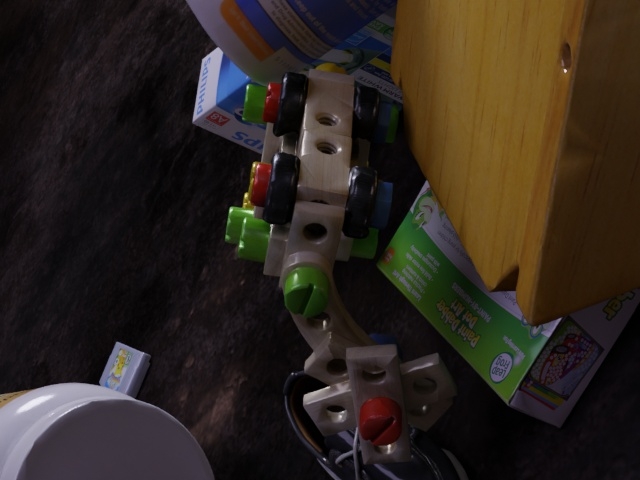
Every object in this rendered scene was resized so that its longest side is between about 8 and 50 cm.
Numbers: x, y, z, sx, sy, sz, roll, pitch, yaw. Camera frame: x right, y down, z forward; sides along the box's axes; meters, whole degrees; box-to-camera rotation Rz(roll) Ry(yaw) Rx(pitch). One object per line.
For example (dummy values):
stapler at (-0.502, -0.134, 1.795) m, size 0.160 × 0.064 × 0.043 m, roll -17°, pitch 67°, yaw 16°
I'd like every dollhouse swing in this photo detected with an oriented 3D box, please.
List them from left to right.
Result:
dollhouse swing at (0.241, -0.159, 1.021) m, size 0.347 × 0.305 × 0.315 m, roll -113°, pitch 25°, yaw -57°

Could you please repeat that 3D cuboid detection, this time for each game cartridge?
game cartridge at (-0.208, 0.140, 1.686) m, size 0.083 × 0.017 × 0.056 m, roll 10°, pitch 80°, yaw 62°

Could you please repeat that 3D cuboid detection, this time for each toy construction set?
toy construction set at (0.000, 0.000, 1.158) m, size 0.328 × 0.151 × 0.215 m, roll -108°, pitch 23°, yaw -48°

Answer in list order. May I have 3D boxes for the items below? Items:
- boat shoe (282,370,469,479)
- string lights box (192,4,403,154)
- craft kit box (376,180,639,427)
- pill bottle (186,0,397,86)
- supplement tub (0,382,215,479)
boat shoe at (0.038, 0.163, 1.175) m, size 0.084 × 0.079 × 0.233 m, roll -58°, pitch 30°, yaw 8°
string lights box at (0.012, -0.161, 1.428) m, size 0.259 × 0.133 × 0.077 m, roll -30°, pitch 46°, yaw 48°
craft kit box at (0.163, -0.029, 1.145) m, size 0.247 × 0.061 × 0.250 m, roll -57°, pitch 28°, yaw 9°
pill bottle at (0.027, -0.251, 1.217) m, size 0.272 × 0.152 × 0.152 m, roll -33°, pitch 36°, yaw 14°
supplement tub at (-0.251, 0.247, 1.440) m, size 0.316 × 0.228 × 0.228 m, roll -14°, pitch 55°, yaw 55°
